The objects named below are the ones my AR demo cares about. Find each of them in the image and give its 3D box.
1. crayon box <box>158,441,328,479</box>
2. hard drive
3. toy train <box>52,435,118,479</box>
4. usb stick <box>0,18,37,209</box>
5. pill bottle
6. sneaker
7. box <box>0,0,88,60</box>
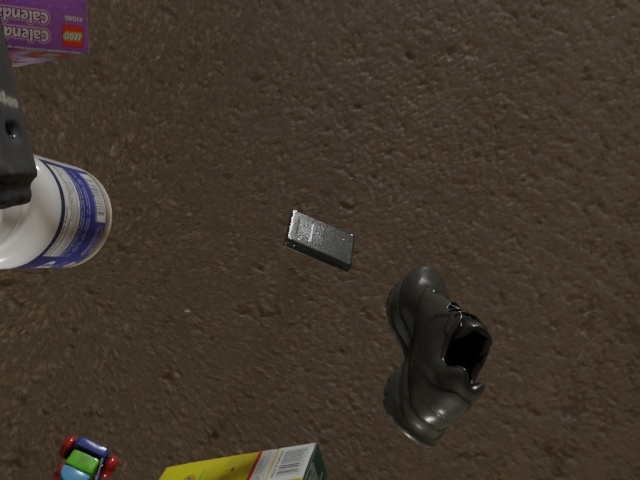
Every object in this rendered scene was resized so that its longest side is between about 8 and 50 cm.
[{"bbox_3d":[-0.162,0.467,1.227,0.319,0.202,0.081,-13,104,16],"label":"crayon box"},{"bbox_3d":[0.000,0.000,1.323,0.135,0.022,0.094,23,40,-12],"label":"hard drive"},{"bbox_3d":[-0.467,0.489,1.272,0.105,0.248,0.143,26,34,1],"label":"toy train"},{"bbox_3d":[-0.185,-0.150,0.318,0.045,0.077,0.277,-12,95,-8],"label":"usb stick"},{"bbox_3d":[-0.283,-0.028,0.648,0.112,0.187,0.111,0,88,6],"label":"pill bottle"},{"bbox_3d":[0.158,0.123,0.880,0.109,0.130,0.286,33,33,-19],"label":"sneaker"},{"bbox_3d":[-0.380,-0.210,0.684,0.201,0.293,0.057,-6,102,-38],"label":"box"}]
